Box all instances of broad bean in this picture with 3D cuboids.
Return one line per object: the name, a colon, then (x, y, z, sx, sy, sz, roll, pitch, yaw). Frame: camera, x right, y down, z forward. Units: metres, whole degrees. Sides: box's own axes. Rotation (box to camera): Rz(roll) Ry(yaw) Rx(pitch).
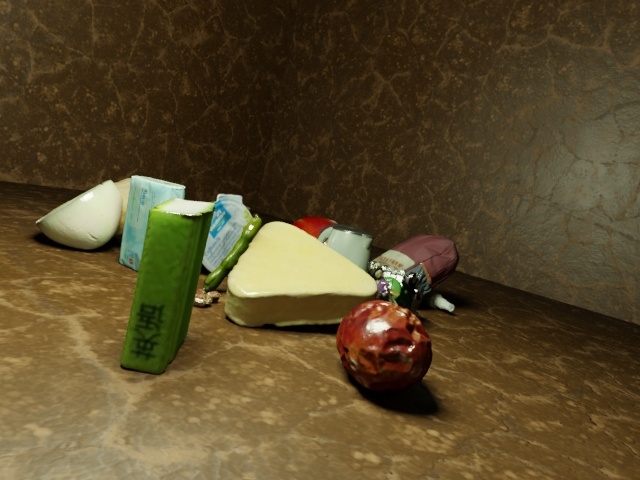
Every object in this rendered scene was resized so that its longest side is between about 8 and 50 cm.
broad bean: (-0.236, 0.038, 1.370, 0.053, 0.256, 0.052, 31, -6, 34)

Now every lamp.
lamp: (-0.287, 0.144, 1.249, 0.063, 0.031, 0.083, 11, 10, 2)

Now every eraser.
eraser: (-0.264, 0.065, 0.894, 0.092, 0.274, 0.210, 14, 7, -7)

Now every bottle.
bottle: (0.409, 0.215, 1.854, 0.060, 0.060, 0.217, 9, 9, -29)

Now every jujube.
jujube: (0.119, 0.203, 0.981, 0.174, 0.174, 0.250, 12, -4, -9)

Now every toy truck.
toy truck: (0.228, 0.161, 1.482, 0.101, 0.124, 0.242, 13, -18, 27)

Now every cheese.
cheese: (-0.031, 0.104, 1.284, 0.384, 0.104, 0.384, 12, 29, -6)

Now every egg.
egg: (-0.713, -0.049, 1.524, 0.271, 0.161, 0.206, -22, 20, 24)

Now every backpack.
backpack: (0.349, 0.096, 1.843, 0.317, 0.197, 0.283, -30, 23, -17)

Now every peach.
peach: (0.000, 0.000, 2.252, 0.362, 0.201, 0.258, 19, 8, 39)

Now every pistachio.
pistachio: (-0.655, -0.099, 1.725, 0.309, 0.229, 0.230, 17, 8, 35)

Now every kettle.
kettle: (0.061, 0.063, 1.688, 0.221, 0.236, 0.161, 18, 9, 39)

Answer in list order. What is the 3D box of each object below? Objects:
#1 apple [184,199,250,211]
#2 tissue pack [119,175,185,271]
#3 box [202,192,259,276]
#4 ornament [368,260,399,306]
apple: (-0.463, -0.105, 1.927, 0.311, 0.320, 0.360, 51, -4, -14)
tissue pack: (-0.480, -0.041, 1.426, 0.177, 0.263, 0.089, 16, 10, 33)
box: (-0.354, -0.005, 1.665, 0.206, 0.262, 0.291, 5, -38, 38)
ornament: (0.168, 0.152, 1.319, 0.088, 0.203, 0.081, -22, 12, 4)
